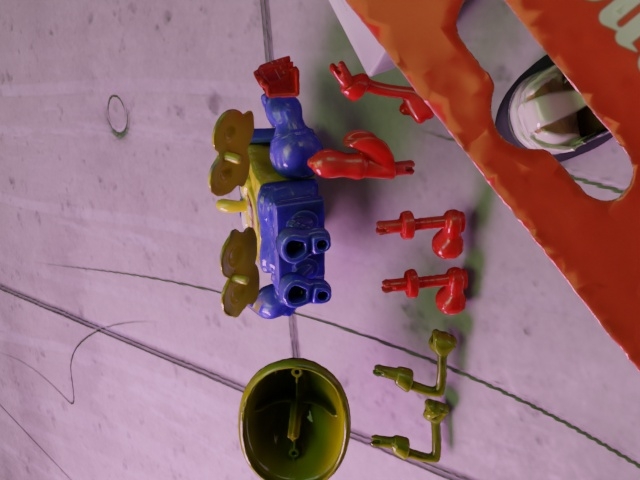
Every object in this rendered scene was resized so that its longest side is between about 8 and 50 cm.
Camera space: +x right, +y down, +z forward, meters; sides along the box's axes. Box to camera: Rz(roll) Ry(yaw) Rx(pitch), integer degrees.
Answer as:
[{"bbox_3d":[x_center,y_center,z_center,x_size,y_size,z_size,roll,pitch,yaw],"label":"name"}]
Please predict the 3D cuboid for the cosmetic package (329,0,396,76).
[{"bbox_3d":[0.021,-0.250,0.666,0.239,0.060,0.099,64,161,11],"label":"cosmetic package"}]

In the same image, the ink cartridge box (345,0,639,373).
[{"bbox_3d":[0.195,-0.145,0.335,0.385,0.091,0.308,-39,86,23],"label":"ink cartridge box"}]

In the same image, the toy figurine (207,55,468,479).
[{"bbox_3d":[0.000,0.000,0.776,0.217,0.191,0.363,-115,20,-61],"label":"toy figurine"}]

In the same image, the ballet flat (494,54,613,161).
[{"bbox_3d":[0.167,-0.093,0.556,0.203,0.074,0.074,-20,87,51],"label":"ballet flat"}]
